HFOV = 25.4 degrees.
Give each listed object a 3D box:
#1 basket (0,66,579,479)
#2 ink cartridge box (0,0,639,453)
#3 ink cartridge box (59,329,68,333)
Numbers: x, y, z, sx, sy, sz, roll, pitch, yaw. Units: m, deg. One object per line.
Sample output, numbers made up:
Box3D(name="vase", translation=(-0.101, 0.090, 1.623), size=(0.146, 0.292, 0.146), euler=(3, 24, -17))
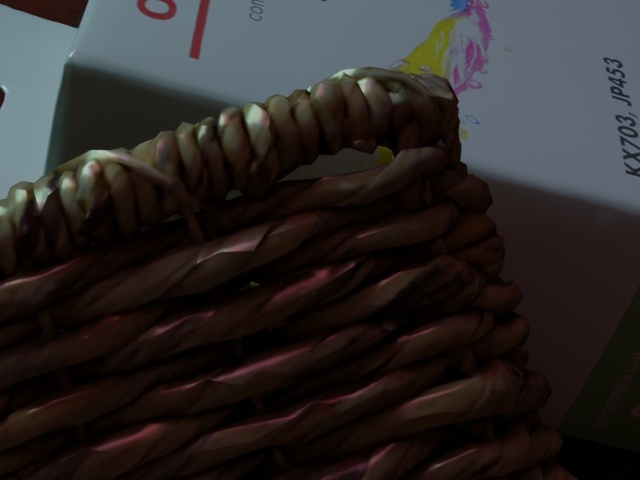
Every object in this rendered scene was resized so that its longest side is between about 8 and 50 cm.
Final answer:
Box3D(name="basket", translation=(-0.085, 0.086, 0.423), size=(0.299, 0.223, 0.213), euler=(-22, 12, -5))
Box3D(name="ink cartridge box", translation=(0.005, -0.055, 0.579), size=(0.353, 0.119, 0.207), euler=(13, 38, -9))
Box3D(name="ink cartridge box", translation=(-0.164, 0.088, 0.781), size=(0.211, 0.121, 0.289), euler=(-25, 13, -25))
